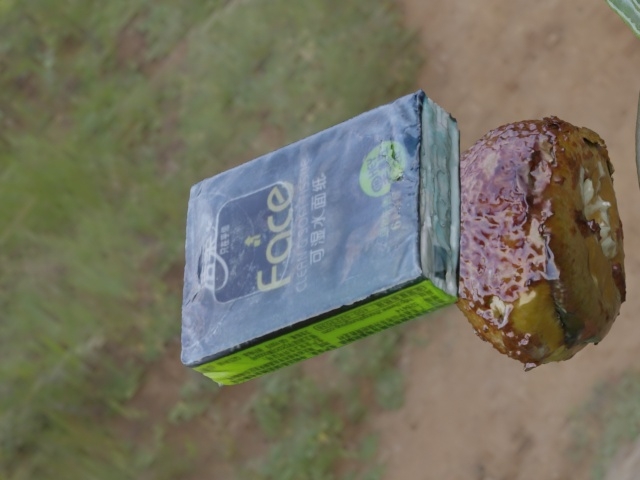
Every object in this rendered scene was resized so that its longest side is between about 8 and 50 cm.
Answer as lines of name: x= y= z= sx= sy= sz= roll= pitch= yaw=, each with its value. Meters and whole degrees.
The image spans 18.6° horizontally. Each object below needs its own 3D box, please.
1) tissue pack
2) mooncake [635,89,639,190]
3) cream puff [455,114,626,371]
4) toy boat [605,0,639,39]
tissue pack: x=0.000 y=0.000 z=1.498 sx=0.235 sy=0.073 sz=0.173 roll=-21 pitch=52 yaw=33
mooncake: x=0.336 y=-0.072 z=1.432 sx=0.117 sy=0.235 sz=0.235 roll=-22 pitch=36 yaw=56
cream puff: x=0.198 y=0.003 z=1.830 sx=0.164 sy=0.240 sz=0.240 roll=-11 pitch=39 yaw=18
toy boat: x=0.202 y=-0.151 z=1.119 sx=0.084 sy=0.111 sz=0.276 roll=-34 pitch=55 yaw=2
